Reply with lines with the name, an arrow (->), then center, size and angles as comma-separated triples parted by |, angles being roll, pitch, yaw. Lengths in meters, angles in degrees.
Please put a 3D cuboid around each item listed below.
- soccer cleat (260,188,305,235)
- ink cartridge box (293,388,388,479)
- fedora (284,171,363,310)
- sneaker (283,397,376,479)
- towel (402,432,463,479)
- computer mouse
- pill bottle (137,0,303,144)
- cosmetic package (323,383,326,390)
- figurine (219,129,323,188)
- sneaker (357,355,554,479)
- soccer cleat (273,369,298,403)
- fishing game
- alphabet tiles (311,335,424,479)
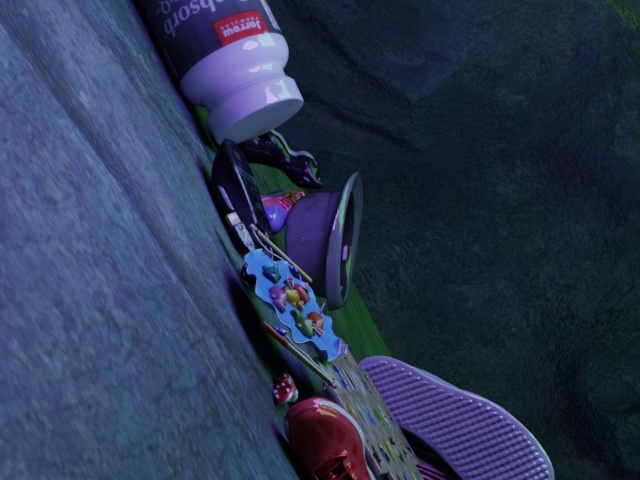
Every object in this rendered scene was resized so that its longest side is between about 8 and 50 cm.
soccer cleat -> -0.079, -0.066, 1.836 | 0.083, 0.095, 0.248 | 63, 4, -4
ink cartridge box -> 0.029, 0.275, 1.267 | 0.180, 0.060, 0.104 | 60, 5, -32
fedora -> 0.000, 0.000, 1.789 | 0.243, 0.124, 0.275 | 71, 27, -68
sneaker -> 0.032, 0.289, 1.065 | 0.221, 0.087, 0.128 | 59, 4, -31
towel -> 0.145, 0.343, 1.633 | 0.237, 0.037, 0.329 | 24, 9, -5
computer mouse -> -0.127, -0.036, 1.393 | 0.184, 0.060, 0.262 | 20, 47, -76
pill bottle -> -0.183, -0.368, 1.650 | 0.362, 0.210, 0.210 | 63, 4, 7
cosmetic package -> 0.036, 0.257, 1.590 | 0.060, 0.041, 0.115 | 62, 4, -3
figurine -> -0.086, -0.170, 1.840 | 0.209, 0.092, 0.215 | 32, 7, -5
sneaker -> 0.227, 0.304, 1.542 | 0.366, 0.135, 0.150 | 34, 2, 19
soccer cleat -> -0.041, 0.191, 1.160 | 0.035, 0.029, 0.083 | 58, 1, -12
fishing game -> -0.027, 0.081, 1.233 | 0.189, 0.041, 0.264 | 44, 15, -23
alphabet tiles -> 0.073, 0.254, 1.332 | 0.285, 0.011, 0.342 | 60, 6, 17
